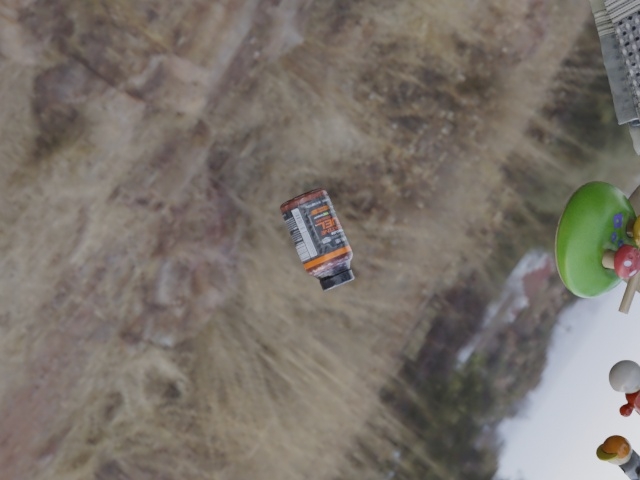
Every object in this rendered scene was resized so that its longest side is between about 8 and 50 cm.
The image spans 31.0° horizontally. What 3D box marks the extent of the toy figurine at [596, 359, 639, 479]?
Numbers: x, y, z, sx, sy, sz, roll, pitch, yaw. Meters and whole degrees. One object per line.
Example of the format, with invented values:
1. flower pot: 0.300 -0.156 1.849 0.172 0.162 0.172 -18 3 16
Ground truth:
1. toy figurine: 0.564 0.291 1.868 0.213 0.148 0.210 -14 -136 44

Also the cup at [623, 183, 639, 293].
1. cup: 0.695 0.023 1.958 0.331 0.237 0.331 -16 135 -17

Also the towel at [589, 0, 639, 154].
1. towel: 0.515 -0.299 1.630 0.056 0.312 0.324 -11 172 -32

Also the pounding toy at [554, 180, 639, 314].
1. pounding toy: 0.473 0.013 1.779 0.237 0.110 0.183 24 81 -41

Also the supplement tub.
1. supplement tub: 0.000 0.000 2.345 0.106 0.198 0.106 -23 179 -1
